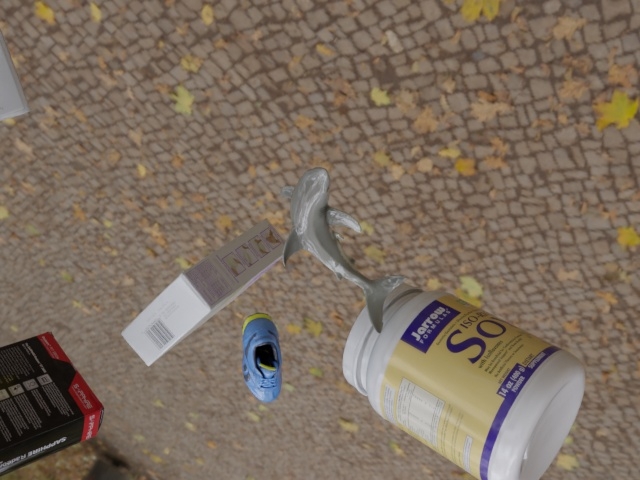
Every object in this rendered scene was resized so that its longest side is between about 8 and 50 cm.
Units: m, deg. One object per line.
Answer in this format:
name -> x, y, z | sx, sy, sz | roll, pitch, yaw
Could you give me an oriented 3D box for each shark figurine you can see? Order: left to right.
shark figurine -> -0.001, 0.017, 1.135 | 0.166, 0.116, 0.278 | 4, 135, 47

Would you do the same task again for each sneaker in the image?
sneaker -> -0.101, 0.228, 1.313 | 0.069, 0.082, 0.209 | -10, 128, -10

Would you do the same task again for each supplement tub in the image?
supplement tub -> 0.226, 0.225, 1.200 | 0.331, 0.241, 0.241 | 27, 150, 34

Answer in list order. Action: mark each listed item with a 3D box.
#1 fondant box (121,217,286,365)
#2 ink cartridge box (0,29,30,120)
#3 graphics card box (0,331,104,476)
fondant box -> -0.234, 0.102, 1.569 | 0.096, 0.330, 0.238 | 49, 123, 0
ink cartridge box -> -0.552, -0.292, 1.066 | 0.309, 0.130, 0.271 | 11, 119, 59
graphics card box -> -0.627, 0.326, 1.371 | 0.233, 0.371, 0.094 | 43, 130, 28
